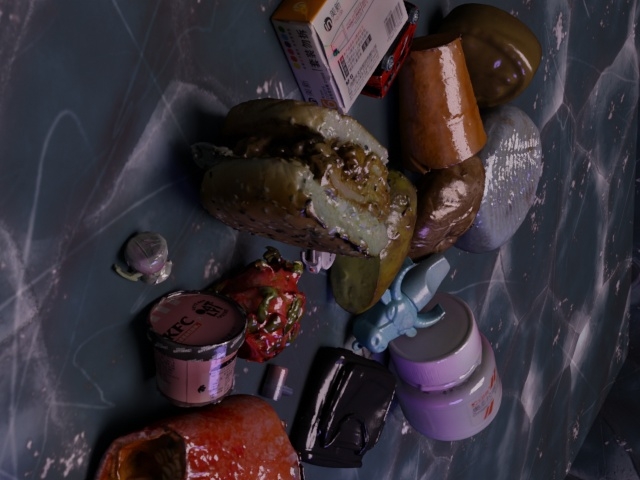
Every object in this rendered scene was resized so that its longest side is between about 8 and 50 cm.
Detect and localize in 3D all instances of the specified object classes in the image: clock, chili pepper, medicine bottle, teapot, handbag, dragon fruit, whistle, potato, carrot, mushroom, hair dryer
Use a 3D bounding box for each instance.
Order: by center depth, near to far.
[{"bbox_3d":[-0.257,0.032,1.462,0.083,0.064,0.064,-29,141,-12],"label":"teapot"},{"bbox_3d":[-0.184,0.376,1.549,0.305,0.229,0.251,0,119,-60],"label":"chili pepper"},{"bbox_3d":[-0.103,0.104,1.668,0.166,0.160,0.172,45,55,-19],"label":"dragon fruit"},{"bbox_3d":[-0.072,0.273,1.890,0.114,0.037,0.063,42,64,-65],"label":"hair dryer"},{"bbox_3d":[0.000,0.000,1.893,0.087,0.041,0.129,-45,142,-47],"label":"clock"},{"bbox_3d":[0.107,0.002,1.975,0.176,0.141,0.298,14,89,-56],"label":"potato"},{"bbox_3d":[0.226,-0.290,2.066,0.196,0.196,0.254,-43,125,-44],"label":"carrot"},{"bbox_3d":[0.053,0.355,2.084,0.275,0.088,0.244,31,78,-60],"label":"handbag"},{"bbox_3d":[0.229,-0.066,2.099,0.285,0.156,0.151,-53,160,13],"label":"mushroom"},{"bbox_3d":[0.166,0.133,2.107,0.274,0.093,0.186,-44,130,-8],"label":"whistle"},{"bbox_3d":[0.272,0.283,2.263,0.241,0.241,0.302,-57,144,-30],"label":"medicine bottle"}]

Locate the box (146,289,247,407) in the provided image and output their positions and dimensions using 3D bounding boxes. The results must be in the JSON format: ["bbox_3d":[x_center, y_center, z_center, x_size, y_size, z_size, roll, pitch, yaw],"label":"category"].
[{"bbox_3d":[-0.190,0.171,1.540,0.151,0.151,0.135,-36,138,-49],"label":"box"}]

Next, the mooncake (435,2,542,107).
[{"bbox_3d":[0.359,-0.391,2.168,0.117,0.235,0.235,-56,144,-34],"label":"mooncake"}]

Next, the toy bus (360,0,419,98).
[{"bbox_3d":[0.126,-0.372,1.928,0.195,0.081,0.089,-63,157,-23],"label":"toy bus"}]

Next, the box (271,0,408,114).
[{"bbox_3d":[0.040,-0.390,1.760,0.274,0.091,0.221,-58,144,-29],"label":"box"}]

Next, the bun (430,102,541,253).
[{"bbox_3d":[0.373,-0.151,2.312,0.354,0.194,0.354,-31,129,-47],"label":"bun"}]

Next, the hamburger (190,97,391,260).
[{"bbox_3d":[-0.042,-0.095,1.555,0.318,0.277,0.195,27,73,-54],"label":"hamburger"}]
